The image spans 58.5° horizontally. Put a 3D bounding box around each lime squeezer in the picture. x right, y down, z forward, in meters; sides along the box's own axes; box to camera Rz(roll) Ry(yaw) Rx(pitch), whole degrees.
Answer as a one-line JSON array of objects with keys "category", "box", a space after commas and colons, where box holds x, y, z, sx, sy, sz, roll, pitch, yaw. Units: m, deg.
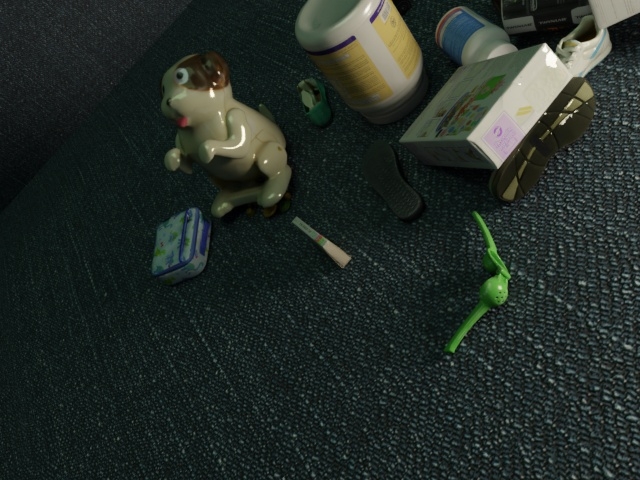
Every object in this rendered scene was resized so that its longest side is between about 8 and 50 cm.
[{"category": "lime squeezer", "box": [0.319, 0.071, 1.106, 0.110, 0.058, 0.311, -35, 35, 61]}]

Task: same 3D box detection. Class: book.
[{"category": "book", "box": [0.000, 0.000, 1.376, 0.035, 0.096, 0.144, -50, 42, -1]}]

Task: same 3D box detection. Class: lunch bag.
[{"category": "lunch bag", "box": [-0.415, 0.013, 1.720, 0.176, 0.090, 0.219, -19, 50, 25]}]

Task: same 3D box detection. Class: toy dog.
[{"category": "toy dog", "box": [-0.265, -0.321, 1.582, 0.284, 0.408, 0.396, 1, 53, 42]}]

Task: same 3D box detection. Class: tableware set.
[{"category": "tableware set", "box": [-0.147, -0.106, 1.635, 0.154, 0.024, 0.104, -16, 54, 29]}]

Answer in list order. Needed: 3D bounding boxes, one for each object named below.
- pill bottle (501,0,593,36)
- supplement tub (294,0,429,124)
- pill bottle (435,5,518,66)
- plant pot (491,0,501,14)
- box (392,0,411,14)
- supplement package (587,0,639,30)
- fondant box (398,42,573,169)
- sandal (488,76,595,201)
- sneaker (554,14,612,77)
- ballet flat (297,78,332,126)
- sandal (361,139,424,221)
[{"category": "pill bottle", "box": [0.549, -0.546, 1.296, 0.245, 0.130, 0.131, 4, 63, 35]}, {"category": "supplement tub", "box": [0.116, -0.482, 1.463, 0.240, 0.331, 0.241, -21, 48, 26]}, {"category": "pill bottle", "box": [0.382, -0.476, 1.394, 0.124, 0.124, 0.222, -38, 42, 11]}, {"category": "plant pot", "box": [0.474, -0.669, 1.431, 0.166, 0.165, 0.167, -21, 49, 26]}, {"category": "box", "box": [0.126, -0.715, 1.773, 0.247, 0.142, 0.163, -41, 44, 9]}, {"category": "supplement package", "box": [0.612, -0.518, 1.113, 0.179, 0.105, 0.105, -20, 47, 30]}, {"category": "fondant box", "box": [0.331, -0.273, 1.216, 0.238, 0.096, 0.330, -51, 16, -3]}, {"category": "sandal", "box": [0.438, -0.215, 1.166, 0.303, 0.120, 0.086, -48, 28, 1]}, {"category": "sneaker", "box": [0.525, -0.375, 1.224, 0.229, 0.092, 0.087, -52, 44, -3]}, {"category": "ballet flat", "box": [-0.027, -0.442, 1.735, 0.083, 0.087, 0.247, -34, 43, 15]}, {"category": "sandal", "box": [0.173, -0.139, 1.380, 0.097, 0.054, 0.255, -38, 52, 22]}]
